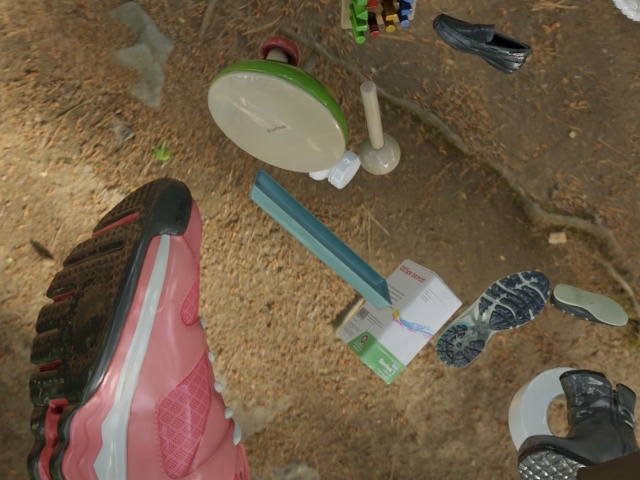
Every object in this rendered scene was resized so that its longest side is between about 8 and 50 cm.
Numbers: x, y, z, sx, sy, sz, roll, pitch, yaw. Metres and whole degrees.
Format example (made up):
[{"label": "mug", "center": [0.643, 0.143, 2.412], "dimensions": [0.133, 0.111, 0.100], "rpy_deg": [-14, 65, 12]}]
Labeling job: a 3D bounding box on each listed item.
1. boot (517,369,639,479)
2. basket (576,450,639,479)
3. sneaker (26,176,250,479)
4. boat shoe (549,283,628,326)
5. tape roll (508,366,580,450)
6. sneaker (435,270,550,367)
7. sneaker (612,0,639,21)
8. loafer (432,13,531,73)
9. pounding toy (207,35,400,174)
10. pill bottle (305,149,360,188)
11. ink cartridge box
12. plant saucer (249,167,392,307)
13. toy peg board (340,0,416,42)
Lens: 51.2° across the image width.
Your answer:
[{"label": "boot", "center": [0.450, 0.328, 1.172], "dimensions": [0.338, 0.222, 0.118], "rpy_deg": [26, 136, -31]}, {"label": "basket", "center": [0.286, 0.163, 0.359], "dimensions": [0.227, 0.204, 0.154], "rpy_deg": [-35, 104, 20]}, {"label": "sneaker", "center": [-0.106, 0.119, 0.421], "dimensions": [0.136, 0.116, 0.313], "rpy_deg": [20, 71, -41]}, {"label": "boat shoe", "center": [0.476, 0.119, 1.188], "dimensions": [0.133, 0.048, 0.042], "rpy_deg": [22, 150, 14]}, {"label": "tape roll", "center": [0.653, 0.488, 1.778], "dimensions": [0.287, 0.286, 0.100], "rpy_deg": [7, 154, -4]}, {"label": "sneaker", "center": [0.365, 0.151, 1.451], "dimensions": [0.283, 0.122, 0.110], "rpy_deg": [-39, 93, 15]}, {"label": "sneaker", "center": [0.645, -0.473, 1.255], "dimensions": [0.282, 0.105, 0.115], "rpy_deg": [13, 141, -21]}, {"label": "loafer", "center": [0.352, -0.443, 1.457], "dimensions": [0.223, 0.076, 0.078], "rpy_deg": [23, 140, -10]}, {"label": "pounding toy", "center": [-0.013, -0.179, 0.834], "dimensions": [0.237, 0.110, 0.183], "rpy_deg": [12, 153, 21]}, {"label": "pill bottle", "center": [-0.012, -0.170, 1.226], "dimensions": [0.169, 0.094, 0.094], "rpy_deg": [37, 108, 12]}, {"label": "ink cartridge box", "center": [0.198, 0.200, 1.712], "dimensions": [0.278, 0.201, 0.117], "rpy_deg": [-47, 108, -3]}, {"label": "plant saucer", "center": [0.000, 0.000, 0.700], "dimensions": [0.192, 0.067, 0.018], "rpy_deg": [41, 106, -14]}, {"label": "toy peg board", "center": [0.129, -0.487, 1.383], "dimensions": [0.161, 0.079, 0.161], "rpy_deg": [-8, 155, -4]}]
